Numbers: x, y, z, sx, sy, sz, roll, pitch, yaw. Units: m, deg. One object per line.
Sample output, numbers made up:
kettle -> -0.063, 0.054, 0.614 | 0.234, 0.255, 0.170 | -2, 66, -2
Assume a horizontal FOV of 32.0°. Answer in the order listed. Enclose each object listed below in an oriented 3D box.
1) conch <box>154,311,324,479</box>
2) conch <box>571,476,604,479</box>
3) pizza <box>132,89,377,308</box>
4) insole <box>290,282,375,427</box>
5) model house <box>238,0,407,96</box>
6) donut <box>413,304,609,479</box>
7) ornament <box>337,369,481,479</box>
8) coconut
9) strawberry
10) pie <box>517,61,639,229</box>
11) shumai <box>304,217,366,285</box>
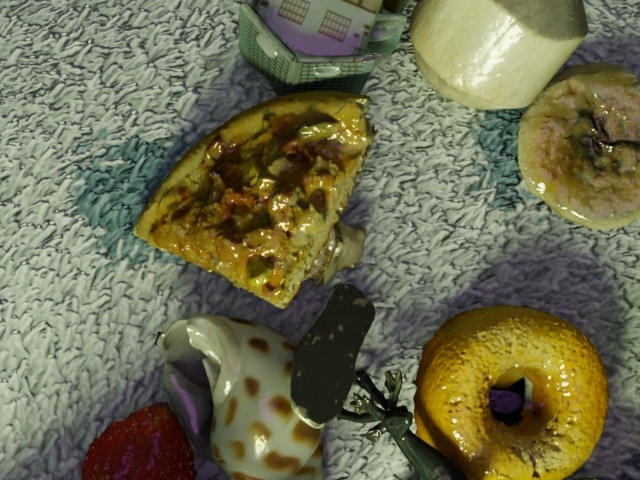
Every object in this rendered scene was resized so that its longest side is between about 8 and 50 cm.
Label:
conch -> -0.075, 0.202, 1.336 | 0.149, 0.183, 0.274 | -19, 97, -34
conch -> 0.336, 0.374, 1.350 | 0.187, 0.124, 0.181 | 11, 58, -24
pizza -> -0.087, -0.080, 1.328 | 0.268, 0.087, 0.257 | 21, 81, 41
insole -> 0.014, 0.130, 1.327 | 0.081, 0.248, 0.011 | 38, 126, -6
model house -> 0.006, -0.282, 1.337 | 0.199, 0.224, 0.215 | 21, 84, -3
donut -> 0.240, 0.194, 1.382 | 0.254, 0.118, 0.253 | 2, 84, -19
ornament -> 0.084, 0.260, 1.359 | 0.080, 0.202, 0.236 | -27, 68, -35
coconut -> 0.222, -0.275, 1.349 | 0.202, 0.202, 0.222 | 31, 127, -1
strawberry -> -0.213, 0.285, 1.340 | 0.147, 0.082, 0.187 | 17, 100, -11
pie -> 0.344, -0.117, 1.437 | 0.185, 0.052, 0.218 | -19, 85, 0
shumai -> -0.001, -0.001, 1.375 | 0.116, 0.145, 0.145 | 17, 85, -21
